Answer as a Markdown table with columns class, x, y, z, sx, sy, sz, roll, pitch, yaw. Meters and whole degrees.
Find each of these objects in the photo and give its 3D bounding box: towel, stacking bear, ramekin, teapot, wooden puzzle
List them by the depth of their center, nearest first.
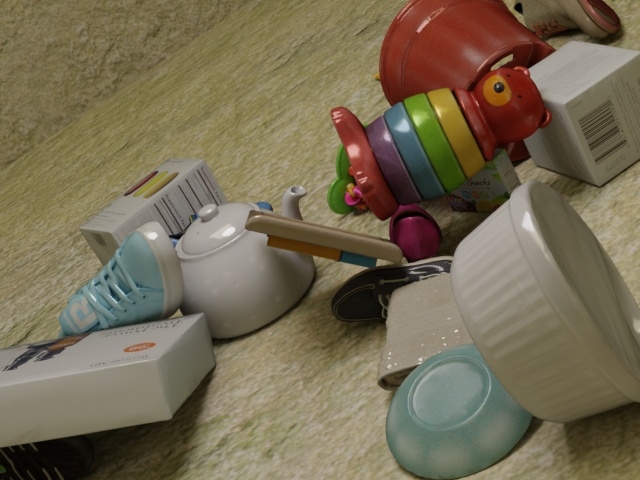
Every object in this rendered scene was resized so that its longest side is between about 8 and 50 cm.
| class | x | y | z | sx | sy | sz | roll | pitch | yaw |
| --- | --- | --- | --- | --- | --- | --- | --- | --- | --- |
| ramekin | 0.256 | 0.078 | 1.355 | 0.127 | 0.273 | 0.273 | -34 | 20 | 22 |
| towel | 0.212 | 0.096 | 1.591 | 0.282 | 0.049 | 0.187 | -16 | 32 | 22 |
| wooden puzzle | 0.000 | 0.000 | 1.772 | 0.221 | 0.044 | 0.239 | 13 | 2 | -3 |
| stacking bear | 0.188 | -0.157 | 1.788 | 0.289 | 0.164 | 0.175 | -25 | 59 | 8 |
| teapot | -0.149 | 0.026 | 1.986 | 0.256 | 0.187 | 0.252 | -39 | 25 | -21 |

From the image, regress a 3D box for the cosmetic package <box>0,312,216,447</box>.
| class | x | y | z | sx | sy | sz | roll | pitch | yaw |
| --- | --- | --- | --- | --- | --- | --- | --- | --- | --- |
| cosmetic package | -0.368 | 0.208 | 1.782 | 0.377 | 0.097 | 0.284 | -11 | 10 | 9 |

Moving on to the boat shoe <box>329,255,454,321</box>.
| class | x | y | z | sx | sy | sz | roll | pitch | yaw |
| --- | --- | --- | --- | --- | --- | --- | --- | --- | --- |
| boat shoe | 0.106 | 0.077 | 1.740 | 0.206 | 0.075 | 0.065 | -17 | 23 | 15 |

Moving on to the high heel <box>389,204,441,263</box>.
| class | x | y | z | sx | sy | sz | roll | pitch | yaw |
| --- | --- | --- | --- | --- | --- | --- | --- | --- | --- |
| high heel | 0.136 | -0.031 | 1.854 | 0.082 | 0.117 | 0.244 | -10 | 27 | 7 |

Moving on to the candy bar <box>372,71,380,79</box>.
| class | x | y | z | sx | sy | sz | roll | pitch | yaw |
| --- | --- | --- | --- | --- | --- | --- | --- | --- | --- |
| candy bar | 0.157 | -0.346 | 2.605 | 0.040 | 0.018 | 0.161 | -33 | 23 | -8 |

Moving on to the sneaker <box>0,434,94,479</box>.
| class | x | y | z | sx | sy | sz | roll | pitch | yaw |
| --- | --- | --- | --- | --- | --- | --- | --- | --- | --- |
| sneaker | -0.426 | 0.292 | 1.862 | 0.281 | 0.106 | 0.162 | -13 | 25 | 33 |

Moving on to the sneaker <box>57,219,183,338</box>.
| class | x | y | z | sx | sy | sz | roll | pitch | yaw |
| --- | --- | --- | --- | --- | --- | --- | --- | --- | --- |
| sneaker | -0.328 | 0.105 | 1.934 | 0.150 | 0.135 | 0.366 | -27 | -19 | -35 |

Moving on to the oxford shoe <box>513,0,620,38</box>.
| class | x | y | z | sx | sy | sz | roll | pitch | yaw |
| --- | --- | --- | --- | --- | --- | --- | --- | --- | --- |
| oxford shoe | 0.471 | -0.435 | 2.364 | 0.130 | 0.123 | 0.348 | -51 | 21 | 15 |

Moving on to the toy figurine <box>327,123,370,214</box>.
| class | x | y | z | sx | sy | sz | roll | pitch | yaw |
| --- | --- | --- | --- | --- | --- | --- | --- | --- | --- |
| toy figurine | 0.111 | -0.103 | 2.076 | 0.159 | 0.130 | 0.173 | 24 | 78 | 50 |

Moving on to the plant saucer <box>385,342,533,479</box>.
| class | x | y | z | sx | sy | sz | roll | pitch | yaw |
| --- | --- | --- | --- | --- | --- | --- | --- | --- | --- |
| plant saucer | 0.157 | 0.189 | 1.444 | 0.195 | 0.037 | 0.195 | -21 | 40 | 19 |

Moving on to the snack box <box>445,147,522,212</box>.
| class | x | y | z | sx | sy | sz | roll | pitch | yaw |
| --- | --- | --- | --- | --- | --- | --- | --- | --- | --- |
| snack box | 0.244 | -0.093 | 1.895 | 0.037 | 0.100 | 0.141 | -43 | 27 | -29 |

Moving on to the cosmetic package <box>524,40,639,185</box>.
| class | x | y | z | sx | sy | sz | roll | pitch | yaw |
| --- | --- | --- | --- | --- | --- | --- | --- | --- | --- |
| cosmetic package | 0.404 | -0.198 | 1.866 | 0.151 | 0.151 | 0.184 | -34 | 25 | -11 |

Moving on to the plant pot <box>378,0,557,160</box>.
| class | x | y | z | sx | sy | sz | roll | pitch | yaw |
| --- | --- | --- | --- | --- | --- | --- | --- | --- | --- |
| plant pot | 0.274 | -0.272 | 2.055 | 0.272 | 0.272 | 0.265 | -31 | 31 | -6 |

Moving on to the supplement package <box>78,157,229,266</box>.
| class | x | y | z | sx | sy | sz | roll | pitch | yaw |
| --- | --- | --- | --- | --- | --- | --- | --- | --- | --- |
| supplement package | -0.313 | -0.039 | 2.360 | 0.244 | 0.133 | 0.139 | -42 | 27 | -27 |

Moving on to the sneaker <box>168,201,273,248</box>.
| class | x | y | z | sx | sy | sz | roll | pitch | yaw |
| --- | --- | --- | --- | --- | --- | --- | --- | --- | --- |
| sneaker | -0.189 | -0.027 | 2.268 | 0.209 | 0.082 | 0.069 | -30 | 22 | -6 |
